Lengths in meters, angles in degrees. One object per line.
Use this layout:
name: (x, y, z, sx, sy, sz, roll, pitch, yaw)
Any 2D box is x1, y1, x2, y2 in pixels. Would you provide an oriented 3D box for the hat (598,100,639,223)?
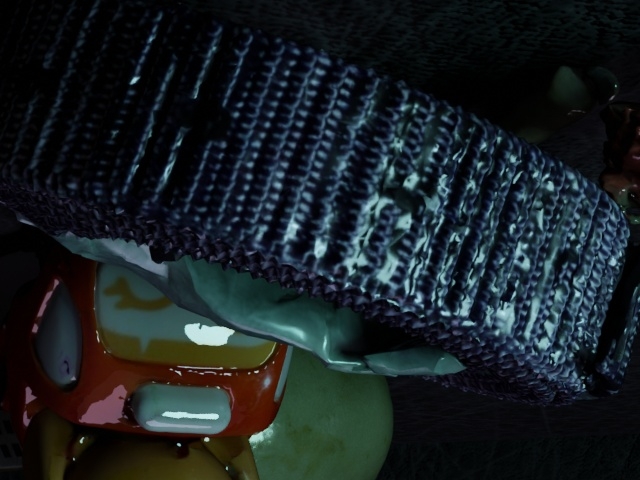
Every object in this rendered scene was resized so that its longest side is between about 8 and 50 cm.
hat: (0.266, -0.044, 0.679, 0.287, 0.107, 0.237, 2, 176, -14)

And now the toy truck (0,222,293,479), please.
toy truck: (-0.105, 0.099, 0.909, 0.189, 0.239, 0.264, 6, 124, -22)

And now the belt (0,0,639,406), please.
belt: (-0.010, -0.010, 0.665, 0.325, 0.122, 0.260, 21, 171, -19)

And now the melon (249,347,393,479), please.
melon: (-0.079, 0.164, 1.274, 0.308, 0.271, 0.272, -1, 168, -16)

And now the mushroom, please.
mushroom: (0.116, -0.048, 0.788, 0.060, 0.061, 0.187, 7, 162, -6)

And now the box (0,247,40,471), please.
box: (-0.255, 0.102, 1.162, 0.047, 0.180, 0.325, -22, -175, -43)
